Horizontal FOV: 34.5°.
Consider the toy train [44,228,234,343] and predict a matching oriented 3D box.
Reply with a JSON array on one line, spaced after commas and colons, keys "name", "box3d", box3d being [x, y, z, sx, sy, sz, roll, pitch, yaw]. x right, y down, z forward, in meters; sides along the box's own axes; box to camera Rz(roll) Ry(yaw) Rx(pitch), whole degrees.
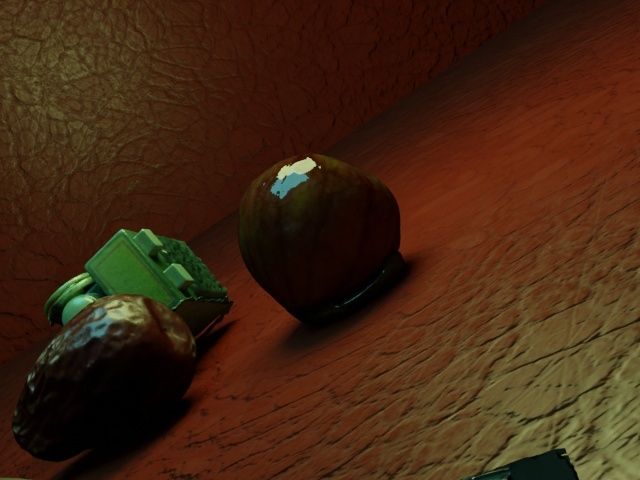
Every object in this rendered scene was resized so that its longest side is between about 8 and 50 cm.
[{"name": "toy train", "box3d": [-0.244, 0.088, 1.401, 0.188, 0.159, 0.272, -43, -12, 6]}]

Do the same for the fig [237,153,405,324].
[{"name": "fig", "box3d": [-0.001, -0.001, 1.179, 0.205, 0.205, 0.205, -32, 9, 6]}]

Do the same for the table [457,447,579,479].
[{"name": "table", "box3d": [0.021, 0.159, 0.456, 0.175, 0.062, 0.146, -25, -4, 29]}]

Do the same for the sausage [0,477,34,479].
[{"name": "sausage", "box3d": [-0.317, 0.281, 1.077, 0.066, 0.066, 0.301, -39, 10, -33]}]

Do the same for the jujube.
[{"name": "jujube", "box3d": [-0.255, 0.168, 1.202, 0.236, 0.168, 0.168, -44, 7, 12]}]
